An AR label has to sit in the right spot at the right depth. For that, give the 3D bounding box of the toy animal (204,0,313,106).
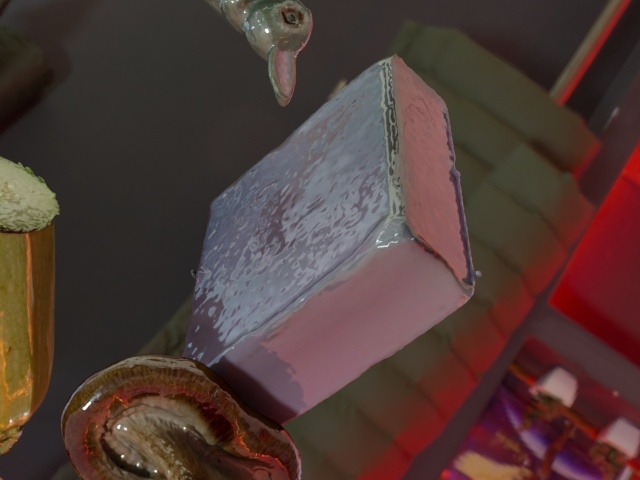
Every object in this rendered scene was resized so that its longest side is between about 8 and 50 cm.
[{"bbox_3d":[-0.075,-0.302,1.390,0.251,0.125,0.127,60,-156,13],"label":"toy animal"}]

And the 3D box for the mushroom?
[{"bbox_3d":[-0.091,0.198,0.793,0.227,0.148,0.217,33,-177,-23],"label":"mushroom"}]

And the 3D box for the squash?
[{"bbox_3d":[-0.237,0.062,0.750,0.137,0.137,0.287,19,128,37],"label":"squash"}]

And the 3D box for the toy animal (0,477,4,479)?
[{"bbox_3d":[-0.361,0.309,0.954,0.171,0.197,0.171,35,156,18],"label":"toy animal"}]

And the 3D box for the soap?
[{"bbox_3d":[0.000,0.000,0.958,0.107,0.296,0.285,37,123,-26],"label":"soap"}]
